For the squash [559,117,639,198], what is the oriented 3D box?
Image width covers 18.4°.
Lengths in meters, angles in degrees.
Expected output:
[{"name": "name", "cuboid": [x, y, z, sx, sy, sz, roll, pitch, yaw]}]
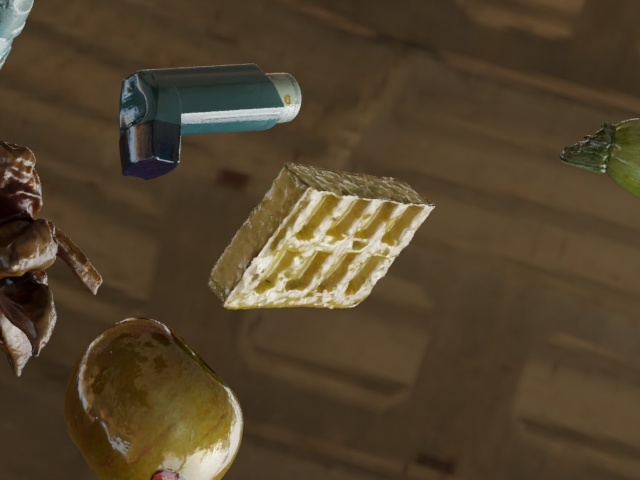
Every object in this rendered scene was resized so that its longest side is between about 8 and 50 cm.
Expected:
[{"name": "squash", "cuboid": [0.317, -0.091, 2.026, 0.132, 0.105, 0.105, 16, -151, -10]}]

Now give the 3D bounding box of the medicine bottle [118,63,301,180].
[{"name": "medicine bottle", "cuboid": [-0.135, -0.149, 2.366, 0.258, 0.079, 0.124, -11, -101, -41]}]

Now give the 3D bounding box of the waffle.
[{"name": "waffle", "cuboid": [0.000, 0.000, 2.163, 0.057, 0.168, 0.274, 46, -158, 25]}]

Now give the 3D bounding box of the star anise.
[{"name": "star anise", "cuboid": [-0.246, -0.004, 1.486, 0.196, 0.212, 0.111, 41, -116, 14]}]

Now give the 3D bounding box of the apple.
[{"name": "apple", "cuboid": [-0.164, 0.171, 1.900, 0.182, 0.155, 0.182, 45, -179, -1]}]

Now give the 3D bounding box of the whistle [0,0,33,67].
[{"name": "whistle", "cuboid": [-0.424, -0.274, 2.510, 0.093, 0.274, 0.186, 37, -141, -4]}]
